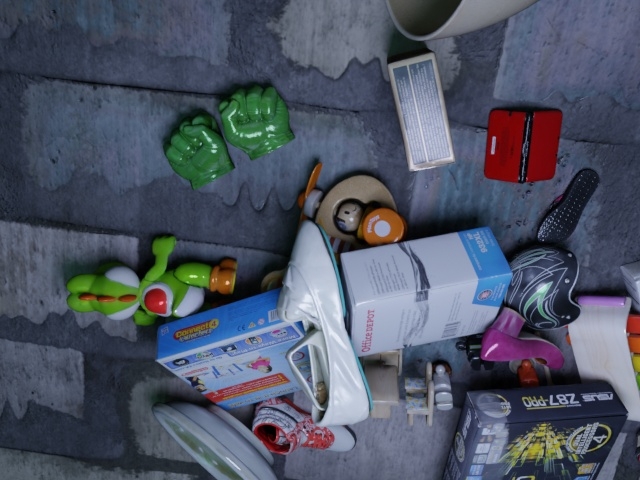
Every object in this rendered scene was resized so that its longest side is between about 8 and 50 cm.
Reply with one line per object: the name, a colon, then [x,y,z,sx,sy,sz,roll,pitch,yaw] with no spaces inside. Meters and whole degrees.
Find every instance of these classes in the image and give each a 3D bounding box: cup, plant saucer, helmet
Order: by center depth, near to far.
cup: [0.279,-0.502,1.005,0.237,0.331,0.331,-5,111,-20]
helmet: [0.455,0.090,1.251,0.169,0.169,0.161,-26,122,14]
plant saucer: [-0.220,0.493,1.423,0.400,0.100,0.400,32,150,21]

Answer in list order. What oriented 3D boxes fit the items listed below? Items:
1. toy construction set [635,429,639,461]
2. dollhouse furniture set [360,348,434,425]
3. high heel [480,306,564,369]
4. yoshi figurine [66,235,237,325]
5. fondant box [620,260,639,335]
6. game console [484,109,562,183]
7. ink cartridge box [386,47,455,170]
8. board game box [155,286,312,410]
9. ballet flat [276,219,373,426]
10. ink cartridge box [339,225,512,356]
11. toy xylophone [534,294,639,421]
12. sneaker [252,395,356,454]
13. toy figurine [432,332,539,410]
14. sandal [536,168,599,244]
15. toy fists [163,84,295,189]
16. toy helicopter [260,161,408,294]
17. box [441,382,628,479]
toy construction set: [0.844,0.503,1.361,0.215,0.151,0.327,-10,102,35]
dollhouse furniture set: [0.131,0.263,1.303,0.212,0.242,0.161,1,109,5]
high heel: [0.422,0.242,1.258,0.244,0.082,0.117,40,79,-37]
yoshi figurine: [-0.375,0.107,1.368,0.362,0.203,0.203,3,151,-10]
fondant box: [0.809,0.178,1.280,0.238,0.096,0.330,-18,107,12]
game console: [0.412,-0.195,1.233,0.124,0.085,0.144,14,113,34]
ink cartridge box: [0.184,-0.250,1.121,0.088,0.234,0.193,-11,107,10]
board game box: [-0.147,0.249,1.330,0.308,0.086,0.302,-18,141,12]
ballet flat: [-0.010,0.165,1.125,0.139,0.139,0.400,-14,95,11]
ink cartridge box: [0.197,0.108,1.216,0.308,0.129,0.223,-10,144,-6]
toy xylophone: [0.605,0.265,1.319,0.236,0.081,0.322,7,122,39]
sneaker: [-0.041,0.472,1.447,0.270,0.145,0.090,29,110,-5]
toy figurine: [0.364,0.309,1.354,0.213,0.148,0.209,32,115,-8]
sandal: [0.514,-0.067,1.259,0.067,0.040,0.179,32,95,-11]
toy fists: [-0.196,-0.218,1.246,0.279,0.096,0.142,-24,104,15]
toy helicopter: [0.000,0.000,1.276,0.355,0.140,0.235,-43,82,9]
box: [0.441,0.478,1.309,0.318,0.097,0.394,0,125,-6]
